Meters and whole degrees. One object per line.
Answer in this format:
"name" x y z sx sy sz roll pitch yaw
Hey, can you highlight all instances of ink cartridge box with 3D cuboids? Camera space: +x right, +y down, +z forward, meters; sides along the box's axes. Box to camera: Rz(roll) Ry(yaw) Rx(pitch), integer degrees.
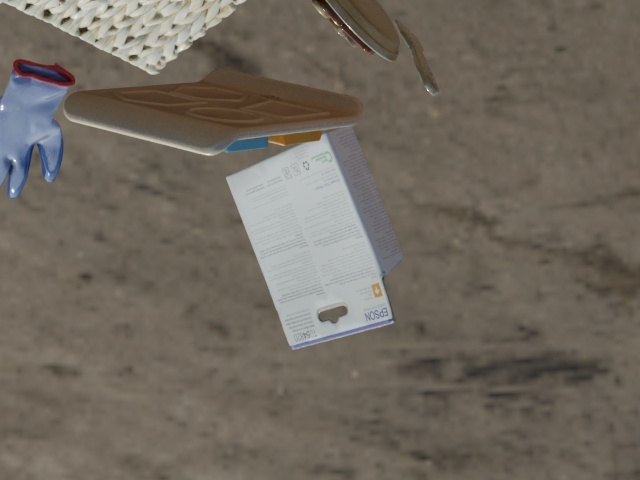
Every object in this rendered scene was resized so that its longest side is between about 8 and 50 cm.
"ink cartridge box" 0.000 0.000 1.973 0.045 0.224 0.223 -20 -179 -36

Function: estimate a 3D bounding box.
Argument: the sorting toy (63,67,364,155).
"sorting toy" -0.094 -0.111 1.556 0.193 0.038 0.208 15 -159 35

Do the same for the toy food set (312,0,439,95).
"toy food set" 0.014 -0.186 1.372 0.038 0.132 0.192 -39 119 16

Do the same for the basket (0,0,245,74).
"basket" -0.216 -0.446 2.182 0.266 0.331 0.328 27 140 -30

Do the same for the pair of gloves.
"pair of gloves" -0.291 -0.099 1.353 0.198 0.023 0.159 15 135 -18
